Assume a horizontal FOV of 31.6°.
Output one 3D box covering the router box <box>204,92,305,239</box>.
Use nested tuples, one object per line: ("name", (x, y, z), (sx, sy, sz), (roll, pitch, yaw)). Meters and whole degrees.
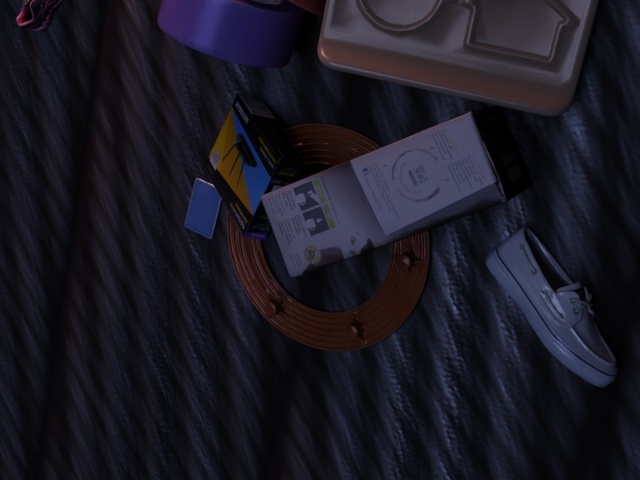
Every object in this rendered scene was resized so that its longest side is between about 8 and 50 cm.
("router box", (-0.096, -0.105, 1.595), (0.133, 0.046, 0.179), (-63, 37, 26))

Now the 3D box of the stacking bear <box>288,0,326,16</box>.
("stacking bear", (0.012, -0.449, 1.440), (0.289, 0.175, 0.164), (-60, 42, 14))

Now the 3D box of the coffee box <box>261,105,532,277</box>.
("coffee box", (0.100, -0.063, 1.443), (0.297, 0.168, 0.118), (-21, 90, 24))

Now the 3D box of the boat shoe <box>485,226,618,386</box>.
("boat shoe", (0.304, 0.081, 1.431), (0.226, 0.083, 0.076), (48, 121, 13))

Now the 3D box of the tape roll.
("tape roll", (-0.120, -0.306, 1.527), (0.189, 0.189, 0.080), (29, 115, 22))

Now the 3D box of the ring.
("ring", (0.000, 0.000, 1.622), (0.337, 0.032, 0.336), (7, 104, 29))

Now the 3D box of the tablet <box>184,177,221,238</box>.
("tablet", (-0.178, -0.049, 1.729), (0.054, 0.006, 0.083), (25, 112, 24))

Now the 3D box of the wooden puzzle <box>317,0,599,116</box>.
("wooden puzzle", (0.183, -0.352, 1.367), (0.322, 0.080, 0.347), (13, 104, 7))

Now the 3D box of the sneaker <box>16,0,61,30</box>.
("sneaker", (-0.442, -0.380, 1.778), (0.047, 0.057, 0.119), (41, 117, 18))
